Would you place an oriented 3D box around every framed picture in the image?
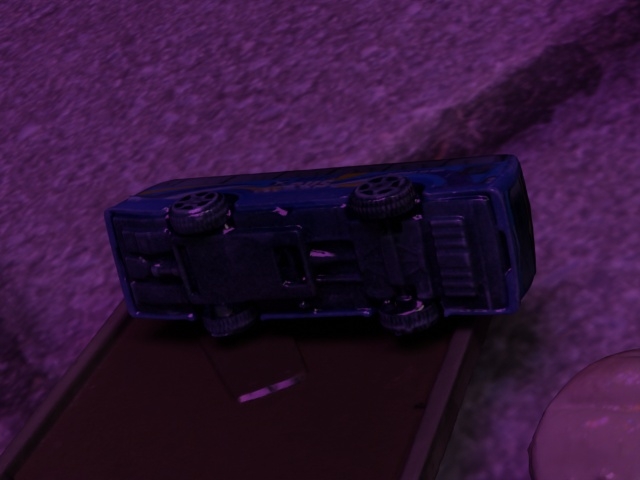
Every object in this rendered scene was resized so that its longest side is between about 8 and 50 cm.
[{"bbox_3d":[-0.028,0.062,0.745,0.241,0.020,0.324,-7,26,21],"label":"framed picture"}]

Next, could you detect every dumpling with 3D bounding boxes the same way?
[{"bbox_3d":[0.149,0.111,0.578,0.136,0.118,0.199,-58,18,-19],"label":"dumpling"}]

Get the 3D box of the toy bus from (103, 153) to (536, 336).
[{"bbox_3d":[0.000,-0.003,0.746,0.237,0.079,0.094,-3,25,26],"label":"toy bus"}]
